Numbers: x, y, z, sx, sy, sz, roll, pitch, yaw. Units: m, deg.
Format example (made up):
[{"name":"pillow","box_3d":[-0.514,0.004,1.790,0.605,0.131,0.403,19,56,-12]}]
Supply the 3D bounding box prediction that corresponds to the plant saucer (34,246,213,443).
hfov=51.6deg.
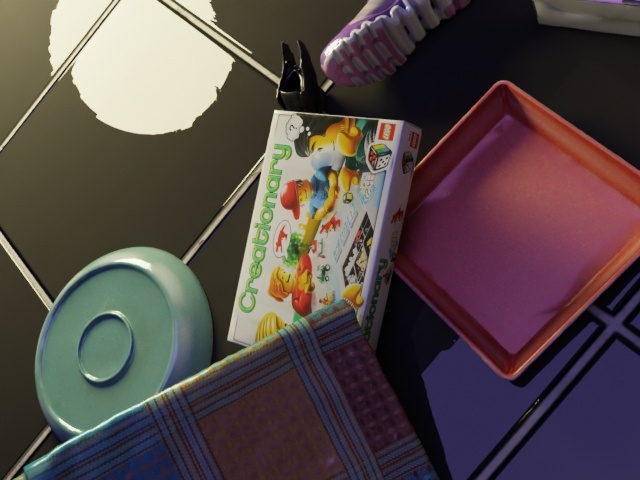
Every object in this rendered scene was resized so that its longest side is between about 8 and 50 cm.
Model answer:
[{"name":"plant saucer","box_3d":[-0.300,0.156,0.954,0.318,0.044,0.317,-8,71,24]}]

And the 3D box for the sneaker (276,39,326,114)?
[{"name":"sneaker","box_3d":[-0.033,-0.178,0.907,0.051,0.089,0.170,2,74,26]}]

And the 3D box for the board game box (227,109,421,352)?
[{"name":"board game box","box_3d":[0.000,0.000,0.809,0.193,0.053,0.305,12,91,35]}]

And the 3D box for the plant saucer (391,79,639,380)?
[{"name":"plant saucer","box_3d":[0.216,-0.017,0.759,0.258,0.048,0.259,-47,59,5]}]

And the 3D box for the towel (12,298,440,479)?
[{"name":"towel","box_3d":[-0.068,0.253,0.651,0.370,0.040,0.271,-26,87,-21]}]

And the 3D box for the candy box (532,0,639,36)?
[{"name":"candy box","box_3d":[0.366,-0.348,0.782,0.165,0.070,0.196,20,83,30]}]

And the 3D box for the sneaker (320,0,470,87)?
[{"name":"sneaker","box_3d":[0.092,-0.306,0.895,0.236,0.095,0.104,-39,54,4]}]
